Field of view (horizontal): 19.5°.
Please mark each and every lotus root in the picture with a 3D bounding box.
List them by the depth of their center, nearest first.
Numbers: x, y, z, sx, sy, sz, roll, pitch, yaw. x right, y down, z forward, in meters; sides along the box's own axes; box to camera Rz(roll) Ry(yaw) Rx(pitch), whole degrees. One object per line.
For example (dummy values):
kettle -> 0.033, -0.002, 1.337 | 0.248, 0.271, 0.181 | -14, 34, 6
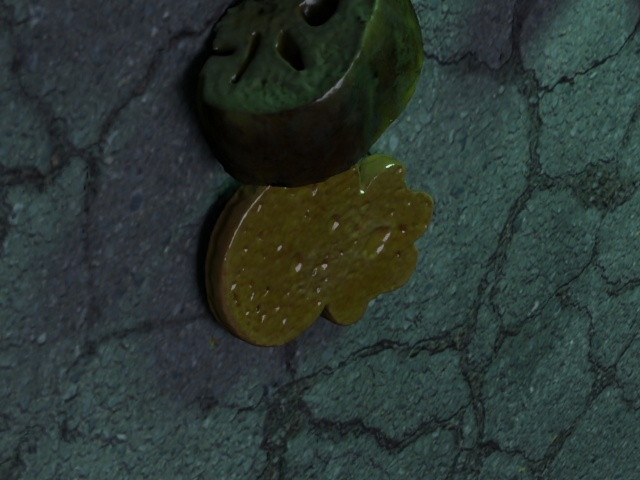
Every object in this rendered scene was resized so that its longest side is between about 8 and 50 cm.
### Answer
lotus root -> -0.001, -0.156, 1.572 | 0.235, 0.138, 0.119 | -58, 155, -14

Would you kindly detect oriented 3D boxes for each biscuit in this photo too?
biscuit -> -0.001, -0.001, 1.734 | 0.288, 0.044, 0.202 | -11, 121, -49
